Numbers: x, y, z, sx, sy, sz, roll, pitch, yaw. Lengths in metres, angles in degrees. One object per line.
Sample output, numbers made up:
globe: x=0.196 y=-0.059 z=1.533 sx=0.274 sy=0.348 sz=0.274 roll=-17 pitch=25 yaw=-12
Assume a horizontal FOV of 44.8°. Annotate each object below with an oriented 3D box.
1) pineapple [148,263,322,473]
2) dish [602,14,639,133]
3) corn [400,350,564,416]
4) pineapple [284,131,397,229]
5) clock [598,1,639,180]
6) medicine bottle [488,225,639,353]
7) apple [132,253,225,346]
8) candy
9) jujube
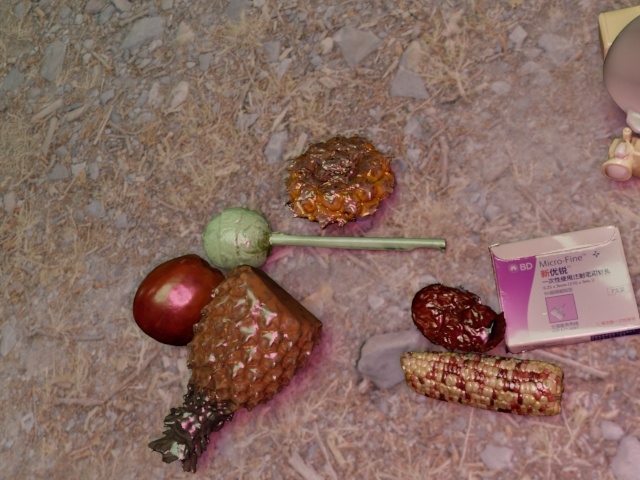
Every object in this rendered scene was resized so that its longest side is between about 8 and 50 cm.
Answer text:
pineapple: x=-0.157 y=0.223 z=1.291 sx=0.202 sy=0.202 sz=0.362 roll=38 pitch=96 yaw=30
dish: x=0.531 y=-0.274 z=1.123 sx=0.227 sy=0.086 sz=0.236 roll=4 pitch=66 yaw=19
corn: x=0.240 y=0.214 z=1.179 sx=0.253 sy=0.086 sz=0.086 roll=4 pitch=72 yaw=25
pineapple: x=0.029 y=-0.116 z=1.368 sx=0.224 sy=0.076 sz=0.225 roll=-6 pitch=47 yaw=7
clock: x=0.568 y=-0.206 z=1.192 sx=0.276 sy=0.120 sz=0.379 roll=-6 pitch=63 yaw=18
medicine bottle: x=0.371 y=0.076 z=1.197 sx=0.201 sy=0.052 sz=0.171 roll=-11 pitch=67 yaw=18
apple: x=-0.244 y=0.105 z=1.384 sx=0.158 sy=0.156 sz=0.147 roll=-52 pitch=17 yaw=14
candy: x=0.000 y=0.000 z=1.367 sx=0.439 sy=0.119 sz=0.119 roll=0 pitch=70 yaw=16
jujube: x=0.208 y=0.126 z=1.205 sx=0.104 sy=0.104 sz=0.166 roll=-54 pitch=35 yaw=-4
